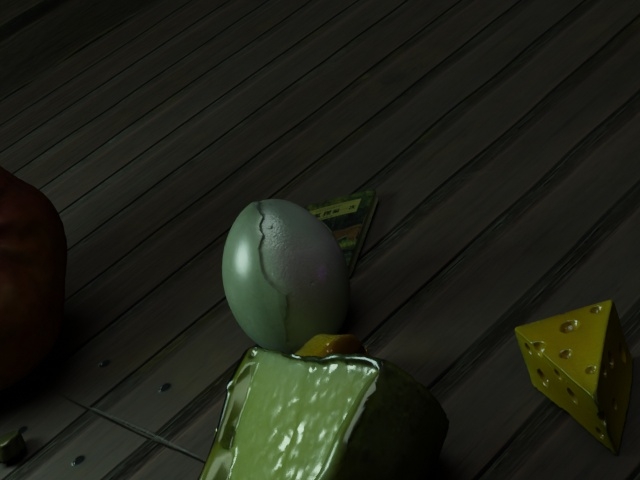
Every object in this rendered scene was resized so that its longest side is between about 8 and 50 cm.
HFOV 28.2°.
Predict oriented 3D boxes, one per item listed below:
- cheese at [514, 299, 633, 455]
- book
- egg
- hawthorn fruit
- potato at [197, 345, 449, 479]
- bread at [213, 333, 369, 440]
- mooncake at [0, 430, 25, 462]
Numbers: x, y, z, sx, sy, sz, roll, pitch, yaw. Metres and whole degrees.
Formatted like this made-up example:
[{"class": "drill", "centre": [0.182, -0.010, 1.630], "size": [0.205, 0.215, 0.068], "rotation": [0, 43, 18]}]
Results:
[{"class": "cheese", "centre": [0.307, 0.164, 1.473], "size": [0.126, 0.093, 0.171], "rotation": [-18, 29, 9]}, {"class": "book", "centre": [0.000, 0.000, 2.065], "size": [0.160, 0.024, 0.228], "rotation": [-13, 30, 24]}, {"class": "egg", "centre": [-0.054, 0.044, 1.821], "size": [0.183, 0.217, 0.183], "rotation": [-18, 25, 9]}, {"class": "hawthorn fruit", "centre": [-0.640, 0.077, 2.019], "size": [0.472, 0.471, 0.471], "rotation": [-18, 28, 10]}, {"class": "potato", "centre": [0.005, 0.284, 1.414], "size": [0.330, 0.213, 0.280], "rotation": [-8, 52, 61]}, {"class": "bread", "centre": [-0.028, 0.210, 1.634], "size": [0.094, 0.102, 0.245], "rotation": [7, 38, 48]}, {"class": "mooncake", "centre": [-0.428, 0.357, 1.722], "size": [0.150, 0.057, 0.346], "rotation": [-27, 28, 20]}]
